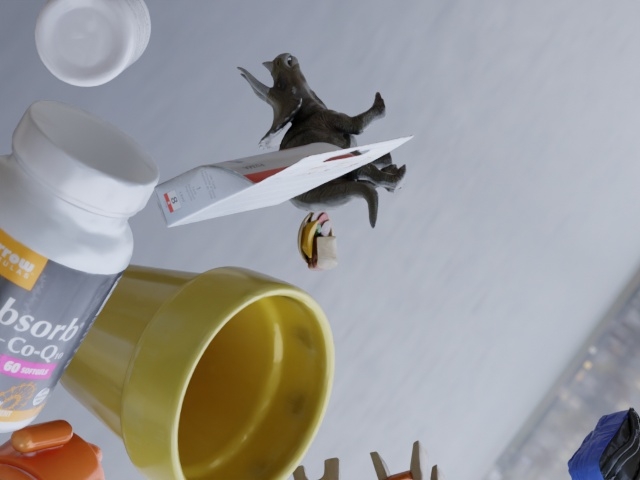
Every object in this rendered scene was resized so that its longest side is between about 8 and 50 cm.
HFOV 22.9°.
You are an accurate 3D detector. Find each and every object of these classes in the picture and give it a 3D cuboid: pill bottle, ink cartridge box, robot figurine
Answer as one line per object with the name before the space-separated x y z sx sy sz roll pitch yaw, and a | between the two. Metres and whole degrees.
pill bottle | -0.268 0.023 1.430 0.278 0.162 0.162 -58 169 19
ink cartridge box | -0.033 -0.066 1.336 0.179 0.045 0.145 -27 172 42
robot figurine | -0.310 0.271 1.664 0.158 0.128 0.219 -37 -179 24
pill bottle | -0.299 -0.288 2.143 0.131 0.131 0.229 -56 -175 13

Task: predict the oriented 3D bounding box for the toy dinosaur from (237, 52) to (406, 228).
toy dinosaur | 0.009 -0.084 1.793 0.313 0.160 0.121 -104 -176 -45

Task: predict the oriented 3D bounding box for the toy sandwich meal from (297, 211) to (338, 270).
toy sandwich meal | 0.000 0.000 2.119 0.085 0.029 0.086 -15 109 -51

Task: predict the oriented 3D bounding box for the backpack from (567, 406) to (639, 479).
backpack | 0.371 0.293 2.020 0.101 0.098 0.120 -31 -168 45

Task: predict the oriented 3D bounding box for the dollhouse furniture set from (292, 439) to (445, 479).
dollhouse furniture set | 0.037 0.379 1.944 0.262 0.135 0.259 -16 145 13

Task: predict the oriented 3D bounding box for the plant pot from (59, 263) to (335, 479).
plant pot | -0.153 0.135 1.705 0.254 0.239 0.254 -26 126 -44
